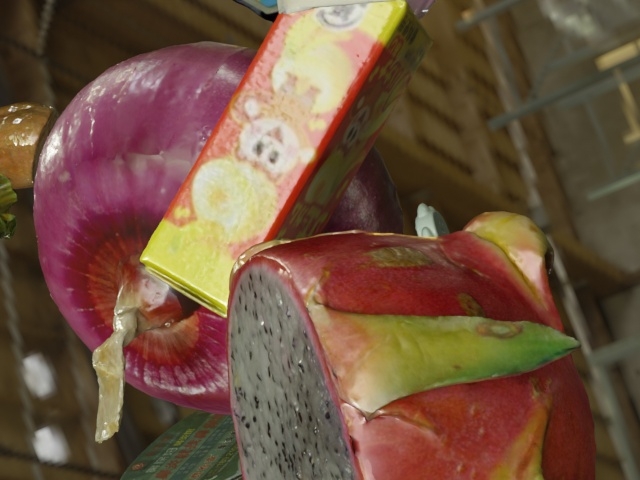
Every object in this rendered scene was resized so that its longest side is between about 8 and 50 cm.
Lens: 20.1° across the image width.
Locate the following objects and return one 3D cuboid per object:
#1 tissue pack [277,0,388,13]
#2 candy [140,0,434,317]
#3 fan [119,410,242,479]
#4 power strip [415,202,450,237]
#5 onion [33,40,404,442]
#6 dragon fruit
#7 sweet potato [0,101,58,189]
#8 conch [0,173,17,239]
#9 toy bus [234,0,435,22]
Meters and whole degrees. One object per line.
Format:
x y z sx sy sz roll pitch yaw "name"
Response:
0.048 -0.240 0.882 0.125 0.159 0.234 -57 -40 -69 "tissue pack"
-0.022 -0.073 1.406 0.088 0.276 0.146 31 180 12 "candy"
-0.080 0.210 1.944 0.223 0.294 0.012 -89 -20 -71 "fan"
0.094 0.011 1.515 0.055 0.035 0.083 14 -122 -69 "power strip"
-0.108 -0.007 1.657 0.358 0.358 0.345 69 -160 6 "onion"
0.065 0.124 1.093 0.290 0.189 0.290 172 90 -73 "dragon fruit"
-0.367 -0.081 1.860 0.097 0.252 0.097 33 -129 -52 "sweet potato"
-0.268 -0.028 1.378 0.121 0.074 0.089 -3 -77 -62 "conch"
-0.057 -0.315 1.504 0.386 0.162 0.171 28 -129 -24 "toy bus"
